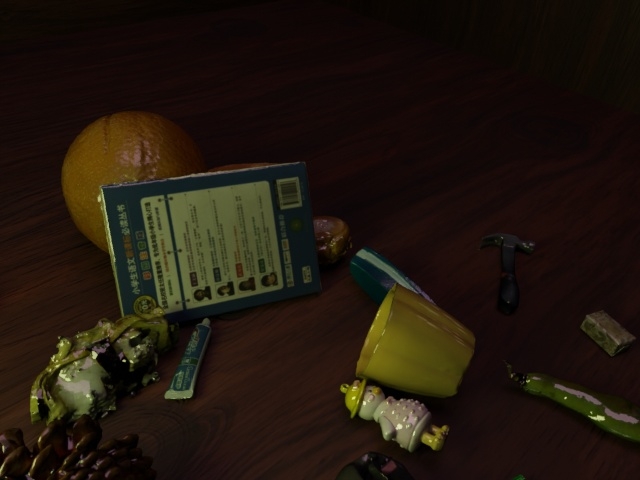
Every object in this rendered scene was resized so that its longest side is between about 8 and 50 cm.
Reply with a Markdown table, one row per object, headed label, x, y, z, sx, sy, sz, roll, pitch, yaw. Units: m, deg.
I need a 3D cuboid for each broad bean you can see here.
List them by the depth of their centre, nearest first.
| label | x | y | z | sx | sy | sz | roll | pitch | yaw |
| --- | --- | --- | --- | --- | --- | --- | --- | --- | --- |
| broad bean | 0.499 | 0.308 | 1.072 | 0.325 | 0.067 | 0.075 | 19 | 8 | 19 |

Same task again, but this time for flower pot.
| label | x | y | z | sx | sy | sz | roll | pitch | yaw |
| --- | --- | --- | --- | --- | --- | --- | --- | --- | --- |
| flower pot | 0.184 | 0.201 | 1.072 | 0.179 | 0.195 | 0.195 | 22 | 38 | 1 |

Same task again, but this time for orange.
| label | x | y | z | sx | sy | sz | roll | pitch | yaw |
| --- | --- | --- | --- | --- | --- | --- | --- | --- | --- |
| orange | -0.415 | -0.125 | 1.295 | 0.322 | 0.322 | 0.357 | -6 | 39 | -16 |

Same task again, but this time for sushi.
| label | x | y | z | sx | sy | sz | roll | pitch | yaw |
| --- | --- | --- | --- | --- | --- | --- | --- | --- | --- |
| sushi | -0.373 | 0.214 | 0.999 | 0.131 | 0.139 | 0.291 | 38 | 45 | 24 |

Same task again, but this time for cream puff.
| label | x | y | z | sx | sy | sz | roll | pitch | yaw |
| --- | --- | --- | --- | --- | --- | --- | --- | --- | --- |
| cream puff | 0.001 | 0.004 | 1.359 | 0.144 | 0.103 | 0.126 | -12 | 36 | -23 |

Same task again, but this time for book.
| label | x | y | z | sx | sy | sz | roll | pitch | yaw |
| --- | --- | --- | --- | --- | --- | --- | --- | --- | --- |
| book | -0.213 | 0.006 | 1.184 | 0.428 | 0.300 | 0.039 | -10 | 8 | -22 |

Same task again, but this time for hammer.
| label | x | y | z | sx | sy | sz | roll | pitch | yaw |
| --- | --- | --- | --- | --- | --- | --- | --- | --- | --- |
| hammer | 0.455 | 0.073 | 1.392 | 0.137 | 0.037 | 0.290 | 15 | 37 | 10 |

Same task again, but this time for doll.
| label | x | y | z | sx | sy | sz | roll | pitch | yaw |
| --- | --- | --- | --- | --- | --- | --- | --- | --- | --- |
| doll | 0.125 | 0.305 | 0.998 | 0.207 | 0.081 | 0.129 | 23 | 21 | 24 |

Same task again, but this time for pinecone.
| label | x | y | z | sx | sy | sz | roll | pitch | yaw |
| --- | --- | --- | --- | --- | --- | --- | --- | --- | --- |
| pinecone | -0.374 | 0.344 | 0.746 | 0.292 | 0.246 | 0.246 | 1 | 34 | 19 |

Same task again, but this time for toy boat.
| label | x | y | z | sx | sy | sz | roll | pitch | yaw |
| --- | --- | --- | --- | --- | --- | --- | --- | --- | --- |
| toy boat | 0.174 | 0.127 | 1.235 | 0.062 | 0.096 | 0.299 | -30 | 51 | -24 |

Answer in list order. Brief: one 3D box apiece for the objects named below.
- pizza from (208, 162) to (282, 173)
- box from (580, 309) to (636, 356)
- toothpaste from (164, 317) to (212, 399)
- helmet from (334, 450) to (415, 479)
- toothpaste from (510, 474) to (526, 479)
| label | x | y | z | sx | sy | sz | roll | pitch | yaw |
| --- | --- | --- | --- | --- | --- | --- | --- | --- | --- |
| pizza | -0.241 | -0.149 | 1.551 | 0.365 | 0.074 | 0.182 | -18 | 41 | -30 |
| box | 0.628 | 0.201 | 1.242 | 0.062 | 0.045 | 0.098 | -11 | 41 | -22 |
| toothpaste | -0.244 | 0.223 | 1.090 | 0.057 | 0.035 | 0.197 | -4 | 37 | 12 |
| helmet | 0.123 | 0.414 | 0.796 | 0.253 | 0.154 | 0.198 | 35 | 6 | 20 |
| toothpaste | 0.303 | 0.412 | 0.931 | 0.083 | 0.020 | 0.017 | -14 | 39 | -26 |
